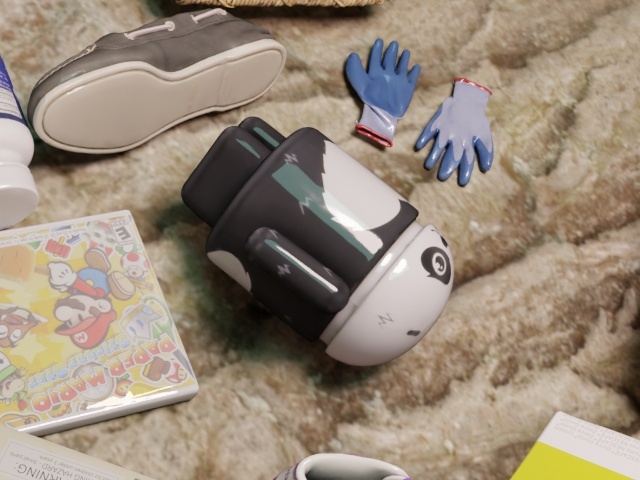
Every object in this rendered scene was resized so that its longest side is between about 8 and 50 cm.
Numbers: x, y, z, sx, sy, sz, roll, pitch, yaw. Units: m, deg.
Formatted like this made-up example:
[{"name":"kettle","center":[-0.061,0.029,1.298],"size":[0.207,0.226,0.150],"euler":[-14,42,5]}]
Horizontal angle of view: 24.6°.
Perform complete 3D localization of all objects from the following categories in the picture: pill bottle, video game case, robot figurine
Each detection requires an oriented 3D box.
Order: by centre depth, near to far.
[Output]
[{"name":"video game case","center":[-0.251,0.078,1.376],"size":[0.227,0.026,0.206],"euler":[-11,65,-30]},{"name":"pill bottle","center":[-0.338,-0.106,1.401],"size":[0.112,0.112,0.187],"euler":[-11,65,-30]},{"name":"robot figurine","center":[0.002,-0.002,1.447],"size":[0.278,0.173,0.209],"euler":[39,60,4]}]

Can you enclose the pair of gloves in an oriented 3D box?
[{"name":"pair of gloves","center":[0.114,-0.151,1.692],"size":[0.198,0.023,0.159],"euler":[24,51,-10]}]

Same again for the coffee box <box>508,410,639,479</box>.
[{"name":"coffee box","center":[0.253,0.402,1.123],"size":[0.338,0.338,0.334],"euler":[20,47,27]}]

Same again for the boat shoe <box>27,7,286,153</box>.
[{"name":"boat shoe","center":[-0.181,-0.172,1.517],"size":[0.335,0.112,0.095],"euler":[-20,51,-44]}]

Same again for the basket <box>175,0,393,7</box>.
[{"name":"basket","center":[-0.042,-0.407,1.639],"size":[0.299,0.213,0.223],"euler":[-3,46,-26]}]

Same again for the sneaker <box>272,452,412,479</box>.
[{"name":"sneaker","center":[0.081,0.285,1.309],"size":[0.282,0.161,0.102],"euler":[27,51,-7]}]

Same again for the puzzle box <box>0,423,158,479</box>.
[{"name":"puzzle box","center":[-0.228,0.283,1.159],"size":[0.409,0.052,0.272],"euler":[20,40,2]}]
